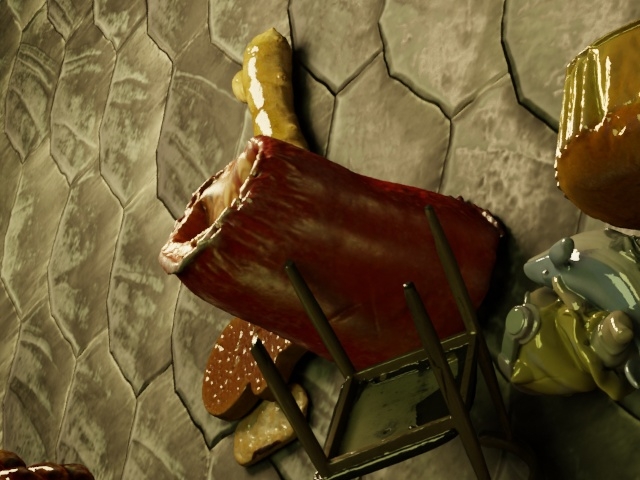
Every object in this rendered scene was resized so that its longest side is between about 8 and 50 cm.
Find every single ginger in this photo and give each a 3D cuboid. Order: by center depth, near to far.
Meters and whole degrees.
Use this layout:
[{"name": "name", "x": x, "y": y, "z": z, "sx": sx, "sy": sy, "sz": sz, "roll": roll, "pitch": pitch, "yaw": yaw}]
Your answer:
[{"name": "ginger", "x": -0.055, "y": -0.157, "z": 1.862, "sx": 0.299, "sy": 0.065, "sz": 0.118, "roll": -109, "pitch": 36, "yaw": -45}]

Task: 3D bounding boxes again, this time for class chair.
[{"name": "chair", "x": 0.075, "y": 0.142, "z": 1.305, "sx": 0.166, "sy": 0.272, "sz": 0.188, "roll": -22, "pitch": 19, "yaw": 20}]

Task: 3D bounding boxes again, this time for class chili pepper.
[{"name": "chili pepper", "x": 0.000, "y": 0.000, "z": 1.497, "sx": 0.229, "sy": 0.305, "sz": 0.251, "roll": -59, "pitch": 24, "yaw": 7}]

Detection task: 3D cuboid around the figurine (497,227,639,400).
[{"name": "figurine", "x": 0.240, "y": 0.077, "z": 1.267, "sx": 0.184, "sy": 0.128, "sz": 0.208, "roll": -59, "pitch": 39, "yaw": 21}]

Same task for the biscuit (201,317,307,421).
[{"name": "biscuit", "x": -0.071, "y": 0.128, "z": 1.762, "sx": 0.236, "sy": 0.039, "sz": 0.180, "roll": -42, "pitch": 37, "yaw": 37}]

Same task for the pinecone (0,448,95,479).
[{"name": "pinecone", "x": -0.389, "y": 0.453, "z": 1.776, "sx": 0.397, "sy": 0.397, "sz": 0.398, "roll": -30, "pitch": 50, "yaw": 45}]

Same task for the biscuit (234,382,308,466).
[{"name": "biscuit", "x": -0.060, "y": 0.219, "z": 1.723, "sx": 0.147, "sy": 0.018, "sz": 0.071, "roll": -38, "pitch": 43, "yaw": 41}]

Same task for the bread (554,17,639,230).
[{"name": "bread", "x": 0.313, "y": -0.095, "z": 1.200, "sx": 0.250, "sy": 0.179, "sz": 0.133, "roll": -16, "pitch": 51, "yaw": 40}]
